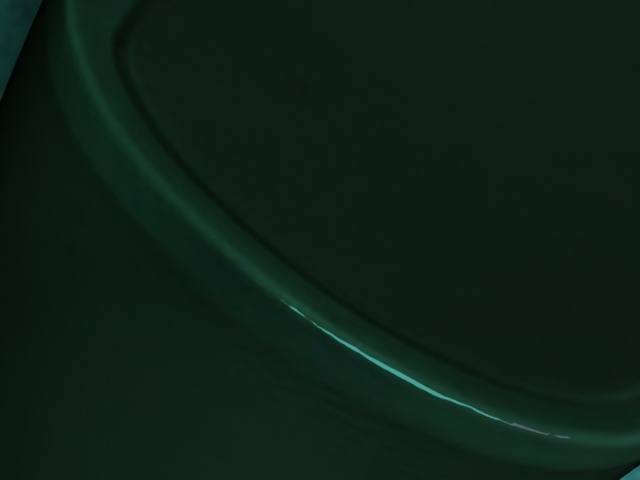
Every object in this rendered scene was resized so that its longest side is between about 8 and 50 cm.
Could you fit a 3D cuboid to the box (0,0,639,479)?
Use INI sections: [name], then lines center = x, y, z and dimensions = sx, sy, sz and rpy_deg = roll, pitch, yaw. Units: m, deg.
[box]
center = 0.000, 0.000, 0.713
dimensions = 0.301, 0.301, 0.216
rpy_deg = 17, 135, -23
